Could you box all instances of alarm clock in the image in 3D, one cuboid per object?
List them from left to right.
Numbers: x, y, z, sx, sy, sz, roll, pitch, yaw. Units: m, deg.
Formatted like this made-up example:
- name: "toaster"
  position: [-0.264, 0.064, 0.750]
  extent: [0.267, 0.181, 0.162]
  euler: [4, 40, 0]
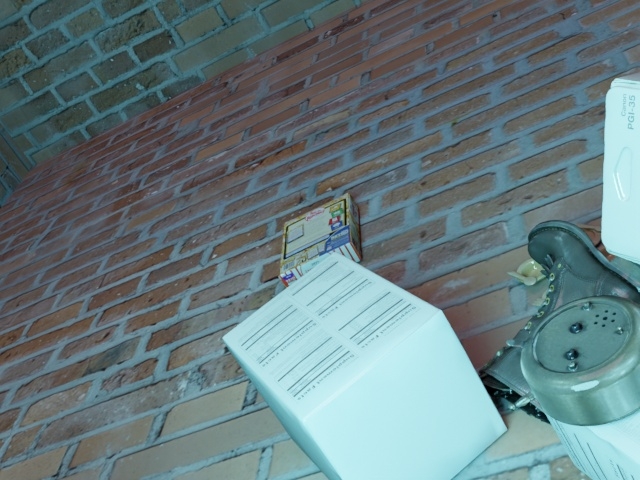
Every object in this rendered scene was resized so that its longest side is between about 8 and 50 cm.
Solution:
- name: "alarm clock"
  position: [0.271, 0.105, 0.836]
  extent: [0.192, 0.064, 0.129]
  euler: [-11, 34, 33]

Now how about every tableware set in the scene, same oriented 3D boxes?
- name: "tableware set"
  position: [0.346, 0.032, 1.235]
  extent: [0.169, 0.020, 0.141]
  euler: [-36, 26, -9]

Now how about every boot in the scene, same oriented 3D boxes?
- name: "boot"
  position: [0.276, 0.098, 1.107]
  extent: [0.229, 0.091, 0.263]
  euler: [-44, 28, -5]

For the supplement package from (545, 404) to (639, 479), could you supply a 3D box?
- name: "supplement package"
  position: [0.338, 0.186, 0.840]
  extent: [0.139, 0.134, 0.244]
  euler: [-37, 26, -9]

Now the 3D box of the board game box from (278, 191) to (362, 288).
- name: "board game box"
  position: [0.000, 0.000, 1.639]
  extent: [0.147, 0.045, 0.193]
  euler: [-25, 27, 15]

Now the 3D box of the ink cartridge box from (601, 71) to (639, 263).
- name: "ink cartridge box"
  position: [0.461, -0.099, 1.013]
  extent: [0.283, 0.207, 0.117]
  euler: [-17, 24, -29]

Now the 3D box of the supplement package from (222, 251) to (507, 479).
- name: "supplement package"
  position: [0.047, 0.175, 1.103]
  extent: [0.198, 0.199, 0.263]
  euler: [-37, 26, -12]
